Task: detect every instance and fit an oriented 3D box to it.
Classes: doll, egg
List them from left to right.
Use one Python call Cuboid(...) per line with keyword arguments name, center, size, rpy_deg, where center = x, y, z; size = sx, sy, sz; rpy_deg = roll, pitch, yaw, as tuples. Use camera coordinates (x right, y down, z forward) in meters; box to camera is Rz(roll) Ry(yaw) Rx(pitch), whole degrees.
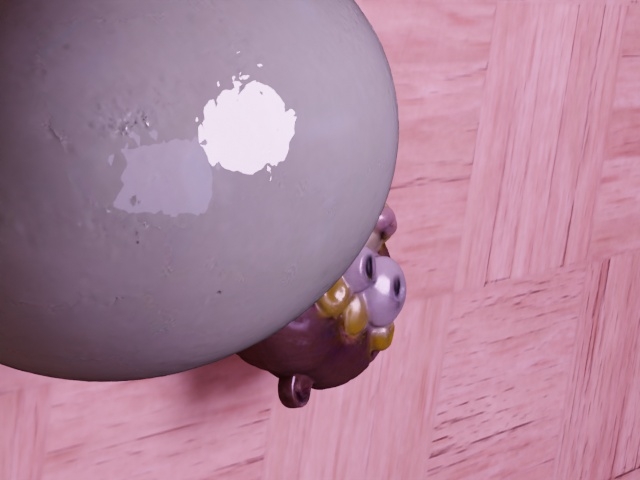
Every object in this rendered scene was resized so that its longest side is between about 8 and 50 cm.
Cuboid(name="egg", center=(-0.078, -0.043, 0.832), size=(0.282, 0.203, 0.203), rpy_deg=(-27, 124, -55))
Cuboid(name="doll", center=(-0.004, -0.003, 1.067), size=(0.145, 0.096, 0.188), rpy_deg=(-9, 100, -63))
